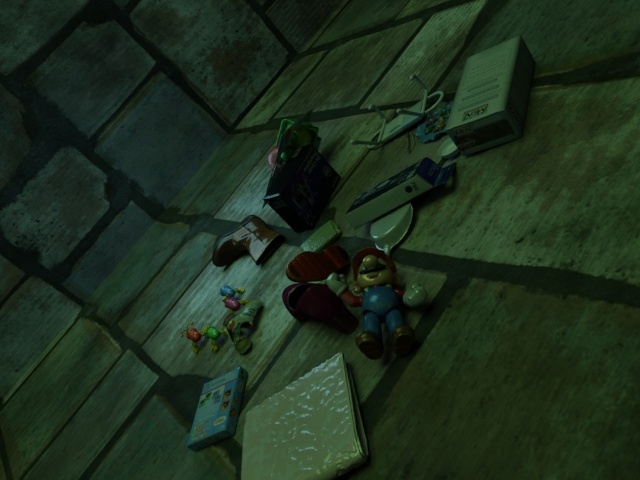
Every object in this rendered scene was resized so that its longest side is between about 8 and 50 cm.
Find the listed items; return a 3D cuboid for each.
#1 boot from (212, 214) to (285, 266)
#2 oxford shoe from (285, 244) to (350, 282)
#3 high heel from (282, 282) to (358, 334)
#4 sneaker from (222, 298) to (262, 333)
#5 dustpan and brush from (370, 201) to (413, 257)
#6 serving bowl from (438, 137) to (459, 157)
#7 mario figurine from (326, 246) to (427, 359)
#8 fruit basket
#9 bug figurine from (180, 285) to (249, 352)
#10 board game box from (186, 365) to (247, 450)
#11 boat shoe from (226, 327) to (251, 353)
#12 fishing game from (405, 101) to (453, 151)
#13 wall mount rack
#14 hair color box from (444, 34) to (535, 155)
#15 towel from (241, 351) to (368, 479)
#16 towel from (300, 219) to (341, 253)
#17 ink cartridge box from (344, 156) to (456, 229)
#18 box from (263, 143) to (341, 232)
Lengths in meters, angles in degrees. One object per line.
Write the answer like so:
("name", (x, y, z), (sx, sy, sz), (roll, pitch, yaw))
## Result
("boot", (-0.275, 0.041, 2.293), (0.264, 0.096, 0.280), (-40, 34, -8))
("oxford shoe", (-0.018, 0.088, 1.731), (0.098, 0.097, 0.271), (-47, -20, 31))
("high heel", (-0.046, 0.143, 1.689), (0.127, 0.181, 0.377), (-53, 28, -16))
("sneaker", (-0.232, 0.249, 1.929), (0.161, 0.075, 0.057), (-29, -32, -45))
("dustpan and brush", (0.192, -0.002, 1.716), (0.147, 0.060, 0.211), (-24, 27, 40))
("serving bowl", (0.399, -0.278, 1.830), (0.083, 0.027, 0.083), (-33, 30, 21))
("mario figurine", (0.131, 0.121, 1.468), (0.320, 0.198, 0.170), (-97, 30, -51))
("fruit basket", (-0.118, -0.321, 2.357), (0.353, 0.165, 0.327), (-67, -3, -58))
("bug figurine", (-0.356, 0.260, 2.076), (0.279, 0.072, 0.216), (-54, 28, -18))
("board game box", (-0.293, 0.478, 1.721), (0.160, 0.039, 0.211), (-30, 30, 28))
("boat shoe", (-0.262, 0.308, 1.904), (0.056, 0.048, 0.153), (-45, 27, -1))
("fishing game", (0.388, -0.398, 2.003), (0.264, 0.041, 0.189), (-30, 28, 27))
("wall mount rack", (0.252, -0.429, 2.108), (0.350, 0.130, 0.304), (-31, 26, 36))
("hair color box", (0.510, -0.433, 1.794), (0.185, 0.113, 0.374), (-15, 39, 40))
("towel", (-0.048, 0.453, 1.403), (0.332, 0.053, 0.317), (-36, 27, 16))
("towel", (0.000, 0.000, 1.996), (0.148, 0.027, 0.110), (-41, 28, 6))
("ink cartridge box", (0.237, -0.155, 1.802), (0.333, 0.065, 0.165), (-27, 14, 29))
("box", (-0.061, -0.188, 2.172), (0.103, 0.184, 0.261), (-8, 44, 45))
